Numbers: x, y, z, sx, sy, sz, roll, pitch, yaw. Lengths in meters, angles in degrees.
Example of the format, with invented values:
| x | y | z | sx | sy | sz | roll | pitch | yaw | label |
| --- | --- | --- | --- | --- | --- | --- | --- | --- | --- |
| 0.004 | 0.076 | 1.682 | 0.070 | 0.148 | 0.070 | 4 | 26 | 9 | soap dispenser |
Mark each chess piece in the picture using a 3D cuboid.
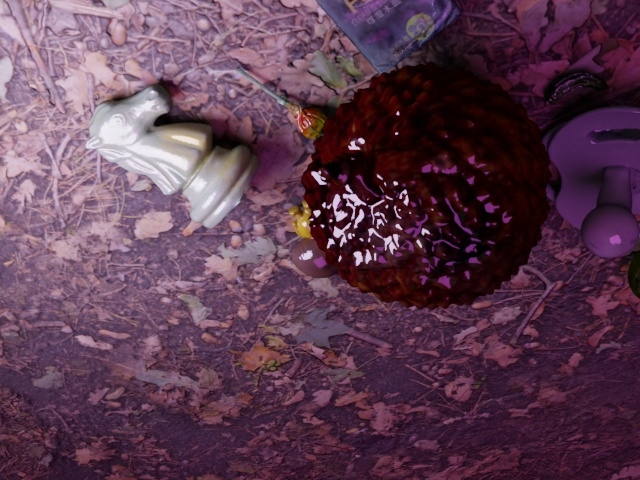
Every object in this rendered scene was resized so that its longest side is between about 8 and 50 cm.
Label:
| x | y | z | sx | sy | sz | roll | pitch | yaw | label |
| --- | --- | --- | --- | --- | --- | --- | --- | --- | --- |
| -0.272 | -0.166 | 1.196 | 0.298 | 0.176 | 0.176 | 34 | 125 | -15 | chess piece |

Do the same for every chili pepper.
| x | y | z | sx | sy | sz | roll | pitch | yaw | label |
| --- | --- | --- | --- | --- | --- | --- | --- | --- | --- |
| 0.464 | -0.284 | 1.184 | 0.117 | 0.035 | 0.055 | -15 | 147 | -2 | chili pepper |

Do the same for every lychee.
| x | y | z | sx | sy | sz | roll | pitch | yaw | label |
| --- | --- | --- | --- | --- | --- | --- | --- | --- | --- |
| 0.167 | -0.089 | 1.101 | 0.424 | 0.425 | 0.500 | -35 | 153 | 27 | lychee |

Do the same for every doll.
| x | y | z | sx | sy | sz | roll | pitch | yaw | label |
| --- | --- | --- | --- | --- | --- | --- | --- | --- | --- |
| 0.008 | -0.005 | 1.398 | 0.145 | 0.096 | 0.188 | -10 | 110 | -14 | doll |

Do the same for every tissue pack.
| x | y | z | sx | sy | sz | roll | pitch | yaw | label |
| --- | --- | --- | --- | --- | --- | --- | --- | --- | --- |
| 0.092 | -0.398 | 1.021 | 0.173 | 0.073 | 0.235 | -31 | 130 | 24 | tissue pack |

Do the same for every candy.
| x | y | z | sx | sy | sz | roll | pitch | yaw | label |
| --- | --- | --- | --- | --- | --- | --- | --- | --- | --- |
| -0.069 | -0.251 | 1.179 | 0.201 | 0.060 | 0.060 | 33 | 125 | -22 | candy |

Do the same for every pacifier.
| x | y | z | sx | sy | sz | roll | pitch | yaw | label |
| --- | --- | --- | --- | --- | --- | --- | --- | --- | --- |
| 0.538 | -0.083 | 1.232 | 0.288 | 0.269 | 0.343 | 2 | 137 | 31 | pacifier |

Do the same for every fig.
| x | y | z | sx | sy | sz | roll | pitch | yaw | label |
| --- | --- | --- | --- | --- | --- | --- | --- | --- | --- |
| 0.755 | 0.054 | 1.485 | 0.117 | 0.117 | 0.178 | -16 | 117 | 12 | fig |
